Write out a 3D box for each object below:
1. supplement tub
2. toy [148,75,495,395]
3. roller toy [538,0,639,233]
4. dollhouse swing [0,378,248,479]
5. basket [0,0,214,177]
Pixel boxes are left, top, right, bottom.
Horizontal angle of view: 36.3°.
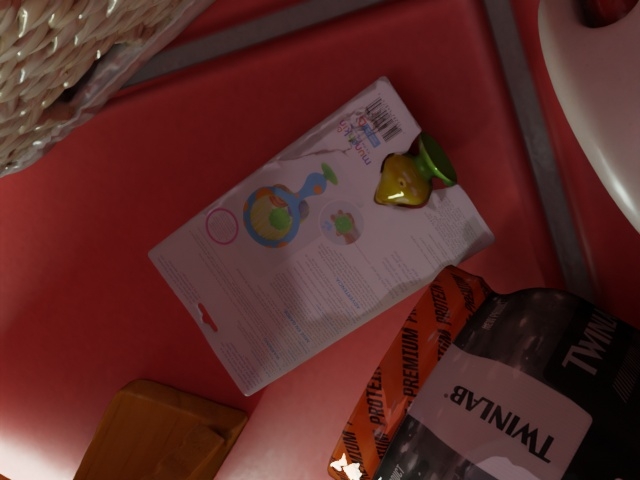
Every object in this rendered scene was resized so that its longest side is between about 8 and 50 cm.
[{"bbox_3d":[0.188,0.166,0.611,0.338,0.207,0.207,30,120,11],"label":"supplement tub"},{"bbox_3d":[0.000,0.000,0.724,0.237,0.056,0.137,-34,89,28],"label":"toy"},{"bbox_3d":[0.217,-0.089,0.497,0.146,0.209,0.191,-31,75,32],"label":"roller toy"},{"bbox_3d":[-0.306,0.227,0.795,0.305,0.347,0.315,36,122,10],"label":"dollhouse swing"},{"bbox_3d":[-0.284,-0.217,0.652,0.328,0.266,0.331,-33,96,32],"label":"basket"}]
